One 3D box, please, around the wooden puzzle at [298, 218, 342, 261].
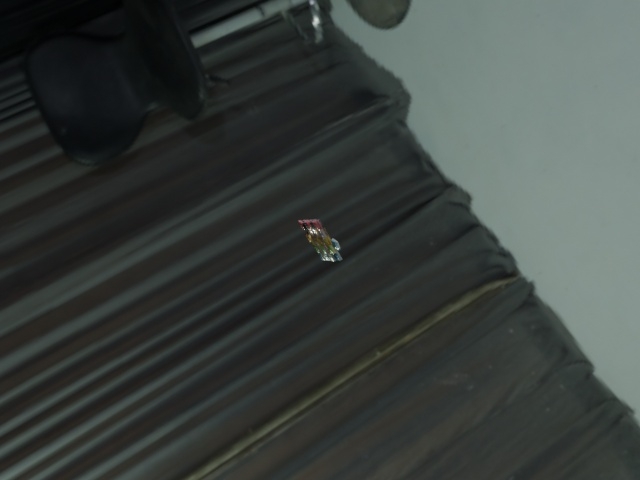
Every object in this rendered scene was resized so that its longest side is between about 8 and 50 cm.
[{"bbox_3d":[0.000,0.000,0.923,0.049,0.006,0.083,60,163,-11],"label":"wooden puzzle"}]
